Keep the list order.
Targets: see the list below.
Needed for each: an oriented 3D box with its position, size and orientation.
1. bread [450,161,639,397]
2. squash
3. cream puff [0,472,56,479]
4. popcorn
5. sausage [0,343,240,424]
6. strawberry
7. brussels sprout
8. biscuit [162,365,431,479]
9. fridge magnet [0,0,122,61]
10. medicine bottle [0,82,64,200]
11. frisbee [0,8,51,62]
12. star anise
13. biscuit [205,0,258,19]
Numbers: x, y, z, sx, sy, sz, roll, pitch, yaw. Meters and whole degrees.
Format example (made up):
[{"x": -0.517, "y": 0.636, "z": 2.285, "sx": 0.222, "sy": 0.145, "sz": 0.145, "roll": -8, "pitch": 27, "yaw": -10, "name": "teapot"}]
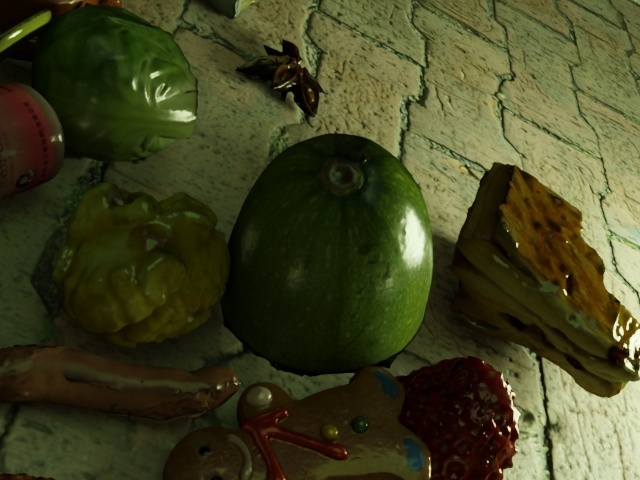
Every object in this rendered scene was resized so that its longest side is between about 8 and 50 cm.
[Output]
[{"x": 0.366, "y": 0.073, "z": 1.453, "sx": 0.370, "sy": 0.191, "sz": 0.314, "roll": 39, "pitch": 35, "yaw": -3, "name": "bread"}, {"x": 0.019, "y": -0.026, "z": 1.149, "sx": 0.310, "sy": 0.309, "sz": 0.310, "roll": 5, "pitch": 48, "yaw": -6, "name": "squash"}, {"x": -0.272, "y": 0.332, "z": 0.705, "sx": 0.350, "sy": 0.228, "sz": 0.350, "roll": 18, "pitch": 42, "yaw": -17, "name": "cream puff"}, {"x": -0.227, "y": 0.029, "z": 1.101, "sx": 0.203, "sy": 0.200, "sz": 0.226, "roll": 25, "pitch": 66, "yaw": 30, "name": "popcorn"}, {"x": -0.241, "y": 0.166, "z": 1.015, "sx": 0.304, "sy": 0.078, "sz": 0.078, "roll": 11, "pitch": 45, "yaw": -25, "name": "sausage"}, {"x": 0.168, "y": 0.235, "z": 1.160, "sx": 0.234, "sy": 0.178, "sz": 0.234, "roll": 18, "pitch": 36, "yaw": -14, "name": "strawberry"}, {"x": -0.297, "y": -0.225, "z": 1.266, "sx": 0.244, "sy": 0.244, "sz": 0.244, "roll": 20, "pitch": 42, "yaw": -18, "name": "brussels sprout"}, {"x": -0.026, "y": 0.249, "z": 1.037, "sx": 0.324, "sy": 0.049, "sz": 0.205, "roll": -8, "pitch": 48, "yaw": -18, "name": "biscuit"}, {"x": -0.484, "y": -0.425, "z": 1.367, "sx": 0.364, "sy": 0.155, "sz": 0.363, "roll": 21, "pitch": 41, "yaw": -19, "name": "fridge magnet"}, {"x": -0.449, "y": -0.105, "z": 1.083, "sx": 0.147, "sy": 0.147, "sz": 0.247, "roll": 44, "pitch": 40, "yaw": 10, "name": "medicine bottle"}, {"x": -0.450, "y": -0.232, "z": 1.154, "sx": 0.017, "sy": 0.236, "sz": 0.236, "roll": 53, "pitch": 35, "yaw": -18, "name": "frisbee"}, {"x": -0.073, "y": -0.311, "z": 1.629, "sx": 0.157, "sy": 0.053, "sz": 0.212, "roll": -8, "pitch": 57, "yaw": -41, "name": "star anise"}, {"x": -0.170, "y": -0.550, "z": 1.782, "sx": 0.186, "sy": 0.079, "sz": 0.309, "roll": 39, "pitch": 41, "yaw": 2, "name": "biscuit"}]
